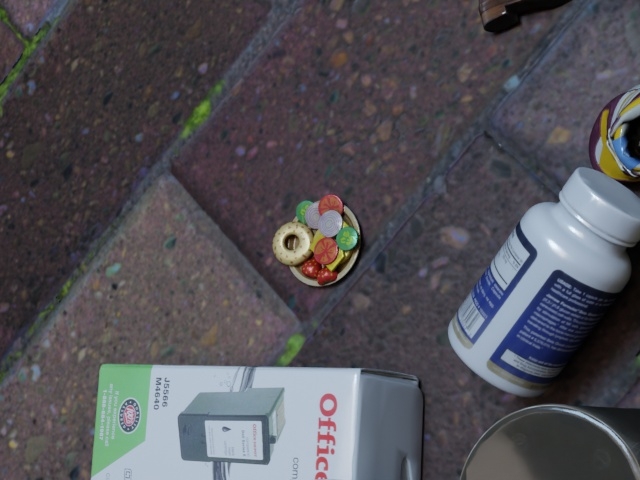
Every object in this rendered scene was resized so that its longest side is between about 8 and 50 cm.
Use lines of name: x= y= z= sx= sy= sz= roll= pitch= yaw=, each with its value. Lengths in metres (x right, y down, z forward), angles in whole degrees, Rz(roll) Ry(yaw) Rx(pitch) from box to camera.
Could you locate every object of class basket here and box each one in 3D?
basket: x=0.197 y=0.185 z=0.886 sx=0.204 sy=0.227 sz=0.154 roll=7 pitch=83 yaw=33

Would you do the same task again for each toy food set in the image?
toy food set: x=0.000 y=0.000 z=1.172 sx=0.083 sy=0.020 sz=0.083 roll=-51 pitch=58 yaw=12

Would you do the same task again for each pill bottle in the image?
pill bottle: x=0.180 y=0.031 z=0.990 sx=0.094 sy=0.094 sz=0.169 roll=47 pitch=119 yaw=30

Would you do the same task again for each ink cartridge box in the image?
ink cartridge box: x=-0.060 y=0.209 z=1.105 sx=0.272 sy=0.114 sz=0.199 roll=-3 pitch=78 yaw=31

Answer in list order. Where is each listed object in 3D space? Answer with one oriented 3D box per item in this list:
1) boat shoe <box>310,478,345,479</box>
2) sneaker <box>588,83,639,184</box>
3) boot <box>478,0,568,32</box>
boat shoe: x=0.104 y=0.276 z=0.945 sx=0.302 sy=0.091 sz=0.114 roll=34 pitch=91 yaw=15
sneaker: x=0.237 y=-0.078 z=0.955 sx=0.084 sy=0.185 sz=0.070 roll=-36 pitch=84 yaw=-24
boot: x=0.173 y=-0.251 z=1.116 sx=0.106 sy=0.037 sz=0.114 roll=-21 pitch=64 yaw=24
